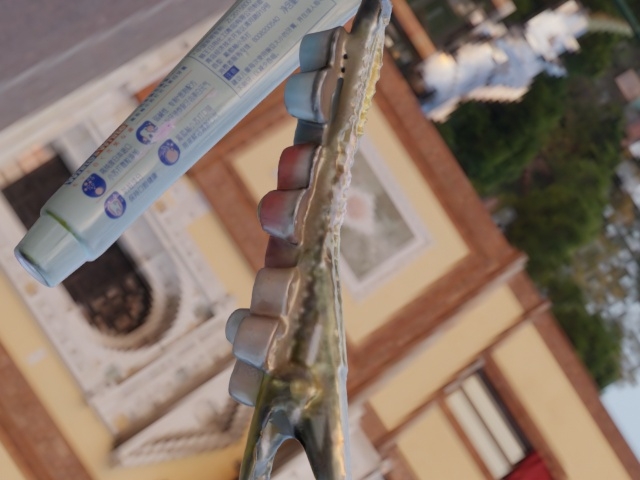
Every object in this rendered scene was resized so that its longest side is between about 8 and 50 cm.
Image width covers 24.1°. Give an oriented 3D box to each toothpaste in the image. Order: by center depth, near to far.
[{"bbox_3d":[-0.055,-0.063,0.686,0.218,0.052,0.033,-47,176,-18],"label":"toothpaste"}]

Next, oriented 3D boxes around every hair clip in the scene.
[{"bbox_3d":[-0.007,0.000,0.589,0.056,0.214,0.062,1,161,13],"label":"hair clip"}]
